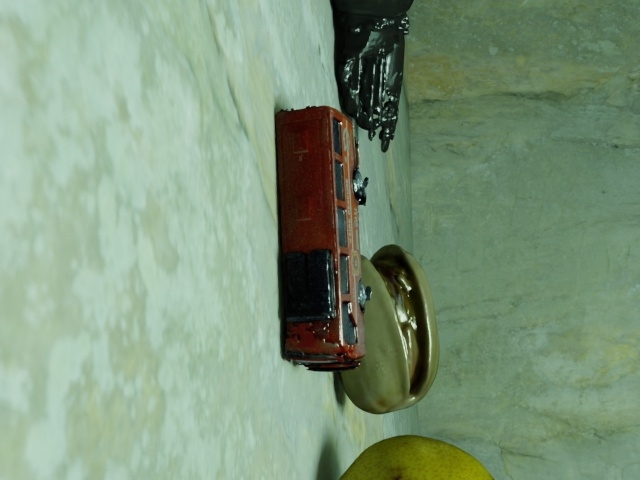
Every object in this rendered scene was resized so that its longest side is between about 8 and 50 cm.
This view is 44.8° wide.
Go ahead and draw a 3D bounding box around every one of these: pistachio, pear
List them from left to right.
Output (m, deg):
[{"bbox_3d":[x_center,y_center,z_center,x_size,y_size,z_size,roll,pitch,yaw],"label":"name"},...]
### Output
[{"bbox_3d":[0.075,0.110,0.941,0.129,0.131,0.206,-9,93,-38],"label":"pistachio"},{"bbox_3d":[0.097,0.305,0.784,0.209,0.208,0.209,-3,90,-80],"label":"pear"}]

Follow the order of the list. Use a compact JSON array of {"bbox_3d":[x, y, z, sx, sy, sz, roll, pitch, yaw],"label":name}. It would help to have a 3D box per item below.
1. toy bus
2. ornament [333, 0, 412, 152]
[{"bbox_3d":[0.000,0.000,0.700,0.096,0.073,0.235,19,68,-69],"label":"toy bus"},{"bbox_3d":[0.077,-0.253,1.154,0.251,0.106,0.261,-47,143,-66],"label":"ornament"}]
